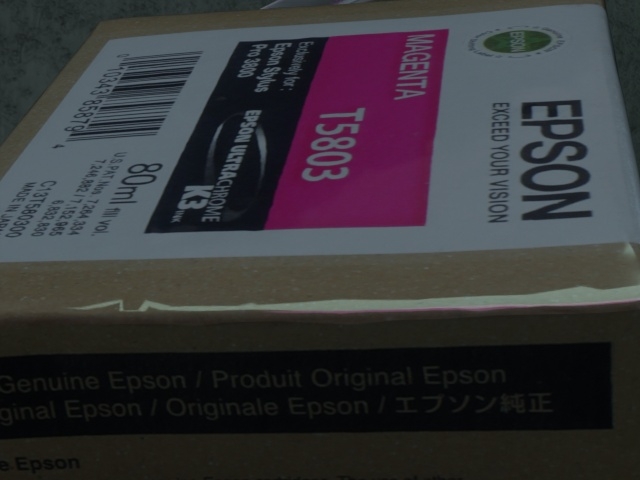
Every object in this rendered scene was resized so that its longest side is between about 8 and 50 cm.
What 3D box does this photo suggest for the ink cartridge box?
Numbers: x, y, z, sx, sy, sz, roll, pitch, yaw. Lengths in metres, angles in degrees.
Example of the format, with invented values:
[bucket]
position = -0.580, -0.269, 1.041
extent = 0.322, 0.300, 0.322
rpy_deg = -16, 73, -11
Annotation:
[ink cartridge box]
position = 0.000, 0.000, 0.441
extent = 0.193, 0.088, 0.234
rpy_deg = -4, 26, 9

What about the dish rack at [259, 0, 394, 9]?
[dish rack]
position = 0.003, 0.007, 0.842
extent = 0.333, 0.285, 0.072
rpy_deg = -20, 18, 37
